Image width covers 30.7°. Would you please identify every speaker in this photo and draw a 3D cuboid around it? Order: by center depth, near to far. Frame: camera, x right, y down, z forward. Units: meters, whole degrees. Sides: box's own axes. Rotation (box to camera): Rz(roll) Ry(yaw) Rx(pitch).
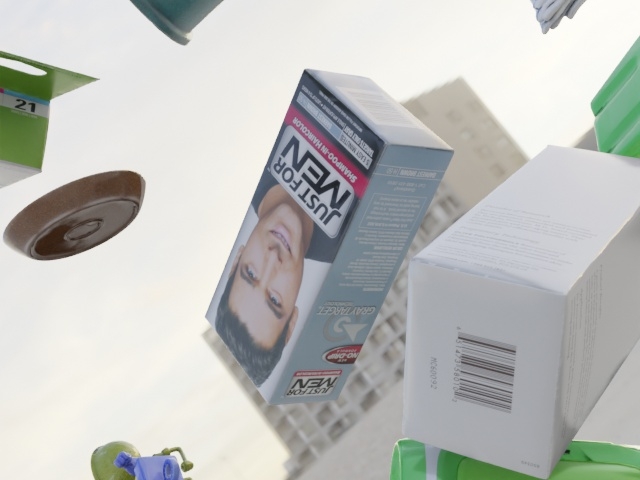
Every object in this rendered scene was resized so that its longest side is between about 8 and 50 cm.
[{"bbox_3d":[0.220,0.260,1.157,0.296,0.131,0.131,4,-16,-2],"label":"speaker"}]

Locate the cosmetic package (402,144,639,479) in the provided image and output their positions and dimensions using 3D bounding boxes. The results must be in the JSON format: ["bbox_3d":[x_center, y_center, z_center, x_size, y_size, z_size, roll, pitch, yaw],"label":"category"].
[{"bbox_3d":[0.229,0.053,1.165,0.365,0.155,0.197,-35,-49,-54],"label":"cosmetic package"}]

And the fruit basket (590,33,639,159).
[{"bbox_3d":[0.582,-0.172,1.491,0.392,0.392,0.283,-45,25,35],"label":"fruit basket"}]

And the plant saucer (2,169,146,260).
[{"bbox_3d":[-0.263,-0.022,1.278,0.168,0.029,0.168,-27,-14,-7],"label":"plant saucer"}]

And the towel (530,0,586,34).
[{"bbox_3d":[0.235,-0.324,1.059,0.209,0.034,0.285,-51,24,24],"label":"towel"}]

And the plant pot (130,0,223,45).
[{"bbox_3d":[-0.125,-0.458,1.326,0.334,0.341,0.341,-34,-10,10],"label":"plant pot"}]

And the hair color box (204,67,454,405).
[{"bbox_3d":[0.000,0.000,1.436,0.113,0.185,0.375,2,-57,-38],"label":"hair color box"}]

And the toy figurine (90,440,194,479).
[{"bbox_3d":[-0.231,0.389,1.798,0.191,0.363,0.217,-3,-48,-23],"label":"toy figurine"}]

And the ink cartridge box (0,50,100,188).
[{"bbox_3d":[-0.397,-0.140,1.329,0.188,0.097,0.255,13,-14,-36],"label":"ink cartridge box"}]
